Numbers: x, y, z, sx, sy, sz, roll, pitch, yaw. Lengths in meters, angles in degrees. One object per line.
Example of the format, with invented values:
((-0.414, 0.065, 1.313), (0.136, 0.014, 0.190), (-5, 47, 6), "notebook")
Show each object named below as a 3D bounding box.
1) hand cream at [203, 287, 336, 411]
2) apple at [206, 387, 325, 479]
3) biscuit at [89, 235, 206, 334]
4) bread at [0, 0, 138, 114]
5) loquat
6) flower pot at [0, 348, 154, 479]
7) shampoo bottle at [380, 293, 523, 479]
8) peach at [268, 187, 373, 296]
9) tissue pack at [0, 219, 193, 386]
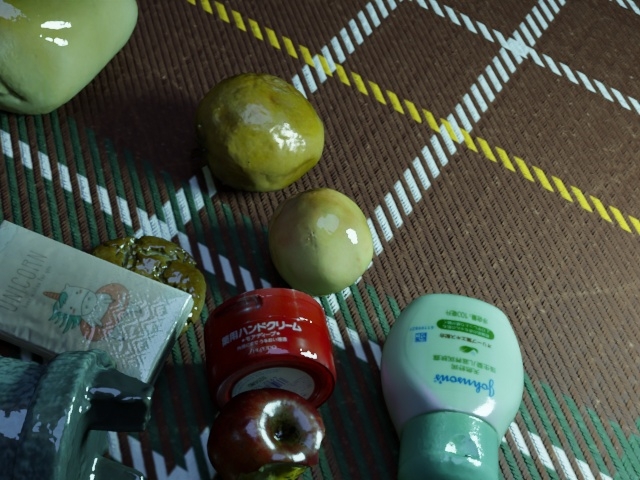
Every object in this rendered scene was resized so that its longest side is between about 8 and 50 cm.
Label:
((-0.075, 0.172, 1.595), (0.193, 0.193, 0.125), (0, 49, -16), "hand cream")
((-0.082, 0.282, 1.514), (0.147, 0.158, 0.156), (44, 50, 5), "apple")
((-0.287, 0.075, 1.725), (0.226, 0.042, 0.226), (8, 48, -9), "biscuit")
((-0.532, -0.416, 1.961), (0.348, 0.253, 0.376), (28, 49, 5), "bread")
((-0.109, -0.193, 1.916), (0.238, 0.193, 0.238), (7, 54, -11), "loquat")
((-0.356, 0.257, 1.375), (0.283, 0.299, 0.299), (9, 46, 2), "flower pot")
((0.193, 0.253, 1.625), (0.222, 0.151, 0.349), (15, 47, -5), "shampoo bottle")
((0.000, 0.000, 1.776), (0.184, 0.184, 0.184), (8, 47, -9), "peach")
((-0.369, 0.099, 1.621), (0.325, 0.071, 0.170), (21, 66, 10), "tissue pack")
